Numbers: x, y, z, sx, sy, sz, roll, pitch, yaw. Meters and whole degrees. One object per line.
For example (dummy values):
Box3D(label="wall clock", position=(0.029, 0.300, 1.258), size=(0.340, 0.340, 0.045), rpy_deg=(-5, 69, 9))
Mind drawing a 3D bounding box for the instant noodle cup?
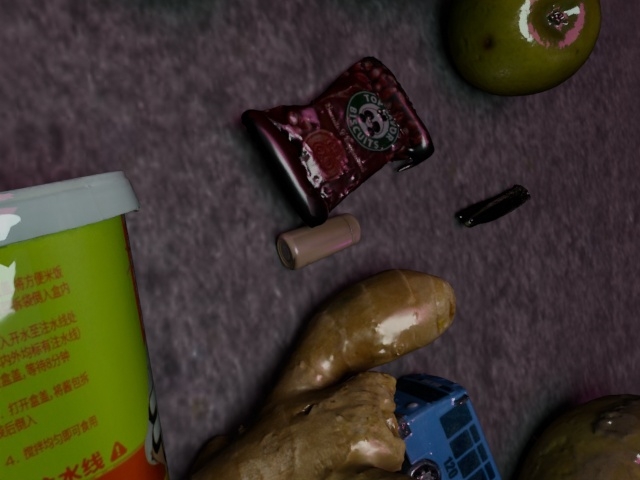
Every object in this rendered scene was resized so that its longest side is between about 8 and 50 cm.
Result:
Box3D(label="instant noodle cup", position=(-0.242, 0.128, 0.391), size=(0.293, 0.293, 0.308), rpy_deg=(-16, 99, -26))

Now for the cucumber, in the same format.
Box3D(label="cucumber", position=(0.247, -0.046, 0.752), size=(0.134, 0.033, 0.034), rpy_deg=(-25, 130, -23))

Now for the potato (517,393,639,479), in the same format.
Box3D(label="potato", position=(0.369, 0.324, 0.684), size=(0.229, 0.229, 0.266), rpy_deg=(30, 72, -21))

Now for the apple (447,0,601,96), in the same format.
Box3D(label="apple", position=(0.264, -0.282, 0.691), size=(0.196, 0.157, 0.197), rpy_deg=(-4, 109, -12))

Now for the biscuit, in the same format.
Box3D(label="biscuit", position=(0.028, -0.122, 0.633), size=(0.235, 0.063, 0.151), rpy_deg=(-34, 101, -30))

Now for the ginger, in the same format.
Box3D(label="ginger", position=(-0.013, 0.189, 0.533), size=(0.363, 0.347, 0.122), rpy_deg=(-92, 156, -45))

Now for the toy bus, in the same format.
Box3D(label="toy bus", position=(0.139, 0.278, 0.631), size=(0.133, 0.116, 0.234), rpy_deg=(-25, 98, -23))

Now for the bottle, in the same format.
Box3D(label="bottle", position=(0.000, 0.000, 0.622), size=(0.096, 0.045, 0.045), rpy_deg=(-20, 95, -27))
